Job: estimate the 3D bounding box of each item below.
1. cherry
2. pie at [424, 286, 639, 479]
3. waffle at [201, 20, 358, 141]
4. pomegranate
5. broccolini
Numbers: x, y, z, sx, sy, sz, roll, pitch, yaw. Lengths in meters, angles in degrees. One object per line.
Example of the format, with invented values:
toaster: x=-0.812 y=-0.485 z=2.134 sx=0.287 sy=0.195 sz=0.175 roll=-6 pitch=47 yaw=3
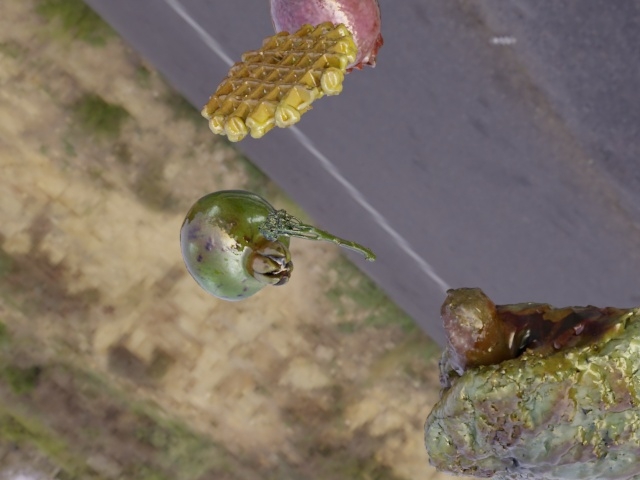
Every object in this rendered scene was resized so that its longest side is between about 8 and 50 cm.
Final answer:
cherry: x=0.002 y=-0.385 z=1.909 sx=0.192 sy=0.175 sz=0.249 roll=-91 pitch=-21 yaw=-54
pie: x=0.348 y=0.221 z=1.518 sx=0.418 sy=0.180 sz=0.395 roll=7 pitch=145 yaw=6
waffle: x=-0.043 y=-0.174 z=1.263 sx=0.191 sy=0.191 sz=0.038 roll=31 pitch=155 yaw=53
pomegranate: x=-0.157 y=0.011 z=2.049 sx=0.159 sy=0.190 sz=0.241 roll=43 pitch=-163 yaw=-43
broccolini: x=0.001 y=-0.001 z=1.778 sx=0.194 sy=0.054 sz=0.052 roll=20 pitch=170 yaw=-15
